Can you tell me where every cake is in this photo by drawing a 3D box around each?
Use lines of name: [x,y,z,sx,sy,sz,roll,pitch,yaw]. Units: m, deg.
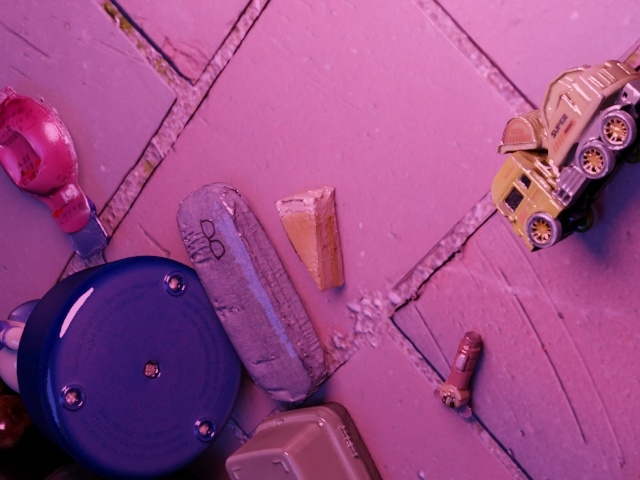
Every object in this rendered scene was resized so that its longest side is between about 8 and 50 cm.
cake: [0.000,0.000,1.488,0.065,0.052,0.121,-18,100,41]

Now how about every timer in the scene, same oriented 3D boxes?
timer: [-0.308,0.148,1.712,0.383,0.270,0.270,2,115,53]

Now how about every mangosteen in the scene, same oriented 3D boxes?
mangosteen: [-0.461,0.329,1.875,0.297,0.297,0.313,43,125,13]

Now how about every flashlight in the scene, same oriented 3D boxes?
flashlight: [0.154,0.147,1.455,0.052,0.031,0.110,30,128,24]

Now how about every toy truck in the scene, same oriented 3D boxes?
toy truck: [0.231,-0.089,1.233,0.116,0.085,0.191,48,131,21]

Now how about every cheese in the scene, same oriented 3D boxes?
cheese: [-0.352,-0.089,1.720,0.155,0.062,0.244,-30,93,45]

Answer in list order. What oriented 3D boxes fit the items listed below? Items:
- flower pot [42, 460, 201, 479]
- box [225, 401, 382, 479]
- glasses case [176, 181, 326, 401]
flower pot: [-0.250,0.427,1.768,0.213,0.302,0.302,34,131,40]
box: [-0.006,0.311,1.603,0.148,0.129,0.210,-19,99,42]
glasses case: [-0.081,0.063,1.578,0.109,0.067,0.282,-19,99,45]
